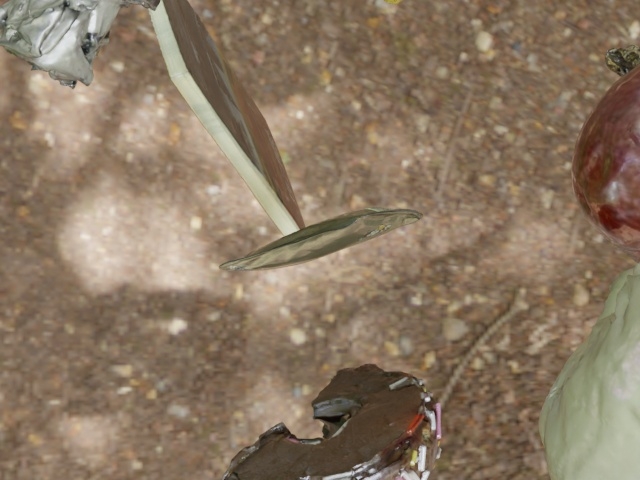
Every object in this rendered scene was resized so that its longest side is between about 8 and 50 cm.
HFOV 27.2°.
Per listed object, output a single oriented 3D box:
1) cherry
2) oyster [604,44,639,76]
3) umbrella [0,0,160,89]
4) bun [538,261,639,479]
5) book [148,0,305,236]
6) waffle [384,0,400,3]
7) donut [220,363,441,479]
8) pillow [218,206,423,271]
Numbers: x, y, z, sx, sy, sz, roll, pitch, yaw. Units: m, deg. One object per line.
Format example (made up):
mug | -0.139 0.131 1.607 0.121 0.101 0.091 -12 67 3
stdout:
cherry | 0.494 -0.090 1.683 0.326 0.335 0.291 57 158 -17
oyster | 0.442 -0.258 1.911 0.019 0.083 0.054 -46 62 55
umbrella | -0.138 -0.285 1.014 0.113 0.106 0.358 32 98 52
bun | 0.243 0.083 0.813 0.146 0.287 0.287 41 108 36
book | -0.116 -0.167 1.598 0.028 0.374 0.262 -27 50 7
waffle | 0.107 -0.376 1.378 0.056 0.249 0.253 34 148 38
donut | 0.046 0.309 1.900 0.259 0.345 0.136 1 119 37
pillow | 0.000 0.001 1.414 0.217 0.130 0.033 -20 79 35
